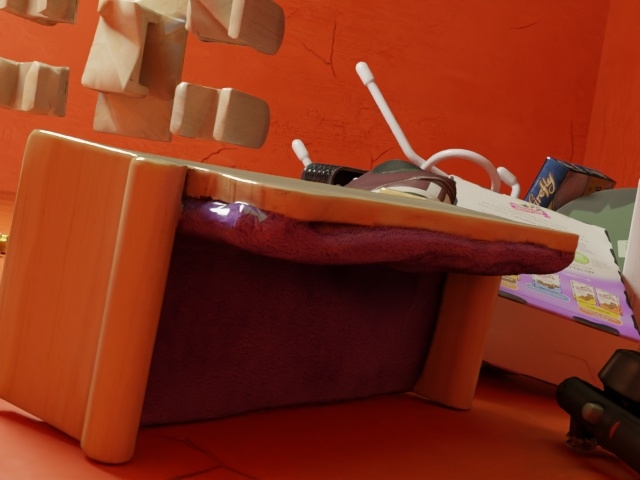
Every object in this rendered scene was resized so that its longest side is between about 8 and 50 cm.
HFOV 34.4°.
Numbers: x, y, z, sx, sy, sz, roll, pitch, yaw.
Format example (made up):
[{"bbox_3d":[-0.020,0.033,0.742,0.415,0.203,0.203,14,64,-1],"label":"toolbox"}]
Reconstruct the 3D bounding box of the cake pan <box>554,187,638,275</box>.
[{"bbox_3d":[0.416,0.028,1.369,0.293,0.054,0.293,-6,40,5],"label":"cake pan"}]

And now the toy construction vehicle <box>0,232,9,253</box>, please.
[{"bbox_3d":[-0.429,-0.004,1.303,0.086,0.035,0.098,9,3,11],"label":"toy construction vehicle"}]

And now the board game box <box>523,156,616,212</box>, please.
[{"bbox_3d":[0.330,0.000,1.537,0.042,0.243,0.165,39,20,34],"label":"board game box"}]

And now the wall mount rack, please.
[{"bbox_3d":[0.113,-0.085,1.550,0.304,0.130,0.350,33,-43,-11],"label":"wall mount rack"}]

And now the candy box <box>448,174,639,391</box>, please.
[{"bbox_3d":[0.179,0.036,0.916,0.165,0.070,0.196,19,29,-4],"label":"candy box"}]

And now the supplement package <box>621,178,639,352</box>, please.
[{"bbox_3d":[0.425,0.064,0.938,0.263,0.199,0.198,11,3,30],"label":"supplement package"}]

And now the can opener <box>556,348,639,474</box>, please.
[{"bbox_3d":[0.193,0.118,0.617,0.059,0.073,0.186,16,11,-10],"label":"can opener"}]

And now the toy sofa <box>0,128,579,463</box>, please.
[{"bbox_3d":[0.000,0.039,0.634,0.177,0.150,0.363,17,7,36],"label":"toy sofa"}]

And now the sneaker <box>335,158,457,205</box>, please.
[{"bbox_3d":[0.000,0.000,0.939,0.281,0.106,0.162,-12,17,24],"label":"sneaker"}]

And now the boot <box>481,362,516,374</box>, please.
[{"bbox_3d":[0.137,0.079,1.034,0.123,0.095,0.258,15,11,-5],"label":"boot"}]

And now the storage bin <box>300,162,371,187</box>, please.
[{"bbox_3d":[0.033,-0.012,1.445,0.122,0.180,0.084,7,4,-32],"label":"storage bin"}]

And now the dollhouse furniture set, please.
[{"bbox_3d":[-0.246,-0.164,1.453,0.362,0.394,0.256,10,3,18],"label":"dollhouse furniture set"}]
